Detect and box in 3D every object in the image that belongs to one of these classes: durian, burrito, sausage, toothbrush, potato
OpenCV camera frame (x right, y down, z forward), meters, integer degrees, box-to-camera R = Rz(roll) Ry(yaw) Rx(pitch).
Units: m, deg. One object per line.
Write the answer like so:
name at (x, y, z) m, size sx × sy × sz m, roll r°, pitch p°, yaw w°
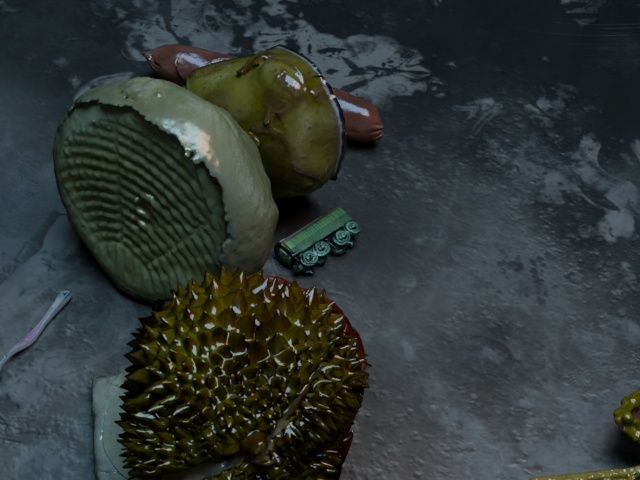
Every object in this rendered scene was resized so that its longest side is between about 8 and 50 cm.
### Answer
durian at (-0.098, 0.204, 1.801) m, size 0.348 × 0.347 × 0.384 m, roll 0°, pitch 7°, yaw -10°
burrito at (-0.257, 0.273, 1.911) m, size 0.082 × 0.059 × 0.275 m, roll -14°, pitch 47°, yaw -1°
sausage at (-0.095, -0.254, 2.454) m, size 0.433 × 0.088 × 0.088 m, roll 18°, pitch 45°, yaw 7°
toothbrush at (-0.408, 0.133, 2.049) m, size 0.017 × 0.022 × 0.204 m, roll 11°, pitch 42°, yaw 23°
potato at (-0.109, -0.160, 2.231) m, size 0.196 × 0.246 × 0.300 m, roll -32°, pitch 15°, yaw -25°

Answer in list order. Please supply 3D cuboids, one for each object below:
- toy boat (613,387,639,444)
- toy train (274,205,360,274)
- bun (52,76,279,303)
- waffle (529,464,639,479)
toy boat at (0.539, 0.235, 2.075) m, size 0.318 × 0.099 × 0.141 m, roll -16°, pitch 54°, yaw -28°
toy train at (0.000, 0.000, 2.247) m, size 0.071 × 0.038 × 0.148 m, roll 39°, pitch 50°, yaw 25°
bun at (-0.204, -0.083, 2.091) m, size 0.364 × 0.364 × 0.202 m, roll 32°, pitch 46°, yaw 21°
waffle at (0.382, 0.362, 1.960) m, size 0.191 × 0.032 × 0.125 m, roll -3°, pitch 45°, yaw -12°
